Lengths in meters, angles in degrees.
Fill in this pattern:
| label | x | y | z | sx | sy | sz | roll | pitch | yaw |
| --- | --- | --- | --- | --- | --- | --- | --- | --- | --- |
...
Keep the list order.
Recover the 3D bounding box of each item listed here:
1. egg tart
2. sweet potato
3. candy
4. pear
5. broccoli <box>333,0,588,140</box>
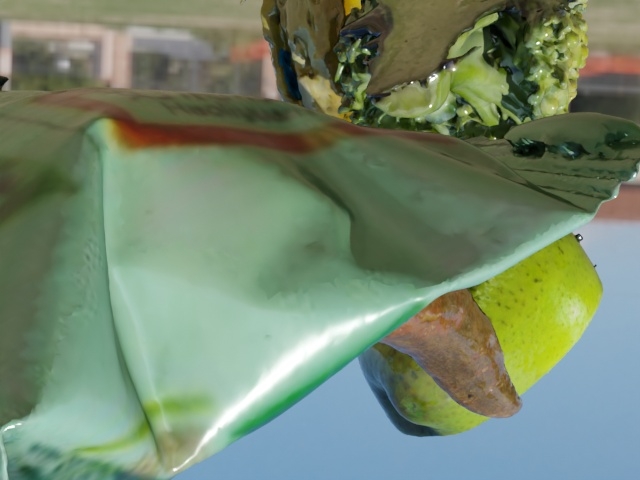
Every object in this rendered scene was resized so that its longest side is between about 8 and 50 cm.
| label | x | y | z | sx | sy | sz | roll | pitch | yaw |
| --- | --- | --- | --- | --- | --- | --- | --- | --- | --- |
| egg tart | 0.079 | -0.192 | 1.570 | 0.388 | 0.388 | 0.169 | -2 | 168 | -39 |
| sweet potato | 0.093 | 0.069 | 1.313 | 0.292 | 0.097 | 0.097 | 33 | 165 | -38 |
| candy | -0.048 | 0.006 | 0.709 | 0.398 | 0.172 | 0.263 | -18 | -155 | -36 |
| pear | 0.130 | 0.084 | 1.623 | 0.292 | 0.159 | 0.292 | -29 | -154 | 16 |
| broccoli | 0.127 | -0.132 | 1.319 | 0.242 | 0.180 | 0.273 | -6 | -144 | 24 |
